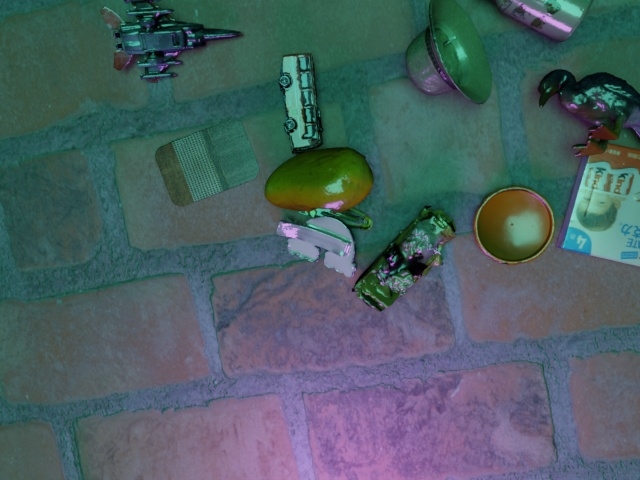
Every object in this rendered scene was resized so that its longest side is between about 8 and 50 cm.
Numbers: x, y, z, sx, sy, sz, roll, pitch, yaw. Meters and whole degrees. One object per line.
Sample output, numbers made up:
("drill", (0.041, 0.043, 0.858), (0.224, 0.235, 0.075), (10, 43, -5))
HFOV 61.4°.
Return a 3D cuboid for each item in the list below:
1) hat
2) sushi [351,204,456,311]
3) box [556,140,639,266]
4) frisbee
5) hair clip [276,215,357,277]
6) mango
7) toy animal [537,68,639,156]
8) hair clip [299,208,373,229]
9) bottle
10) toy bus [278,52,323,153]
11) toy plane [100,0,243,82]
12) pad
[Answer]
("hat", (0.267, -0.406, 1.219), (0.130, 0.257, 0.257), (-17, 95, 40))
("sushi", (0.214, 0.055, 1.298), (0.139, 0.131, 0.291), (42, 91, 2))
("box", (0.727, -0.077, 1.259), (0.273, 0.048, 0.264), (12, 98, 4))
("frisbee", (0.465, -0.037, 1.301), (0.192, 0.035, 0.192), (1, 97, 6))
("hair clip", (0.000, 0.000, 1.340), (0.220, 0.054, 0.140), (21, 114, 4))
("mango", (-0.005, -0.139, 1.285), (0.262, 0.130, 0.167), (-2, 56, 18))
("toy animal", (0.628, -0.286, 1.196), (0.298, 0.122, 0.185), (8, 62, 1))
("hair clip", (0.042, -0.068, 1.348), (0.188, 0.033, 0.060), (18, 97, 10))
("bottle", (0.464, -0.552, 1.200), (0.253, 0.120, 0.120), (30, 99, 2))
("toy bus", (-0.050, -0.332, 1.312), (0.097, 0.073, 0.234), (-8, 95, 1))
("toy plane", (-0.355, -0.494, 1.310), (0.327, 0.104, 0.222), (0, 123, 3))
("pad", (-0.323, -0.269, 1.357), (0.250, 0.055, 0.323), (-20, 112, 9))
